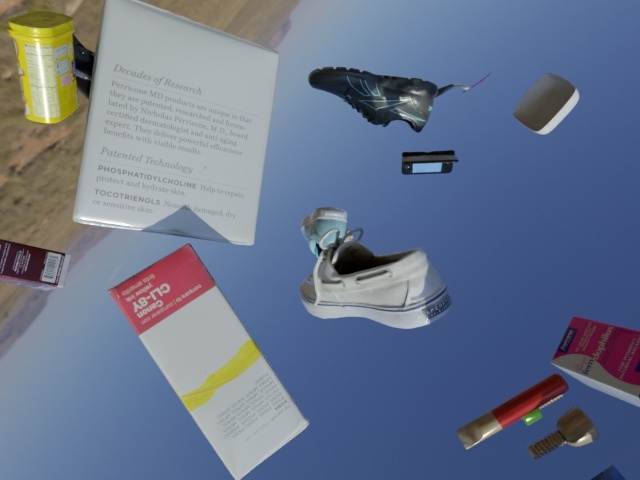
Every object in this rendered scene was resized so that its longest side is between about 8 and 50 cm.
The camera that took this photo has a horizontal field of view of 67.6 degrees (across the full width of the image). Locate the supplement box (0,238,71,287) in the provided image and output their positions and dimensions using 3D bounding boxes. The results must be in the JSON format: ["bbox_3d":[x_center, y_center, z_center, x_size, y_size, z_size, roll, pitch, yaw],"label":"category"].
[{"bbox_3d":[-0.636,0.039,0.930,0.130,0.239,0.073,-11,-113,47],"label":"supplement box"}]

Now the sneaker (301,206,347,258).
[{"bbox_3d":[0.000,0.000,1.549,0.366,0.135,0.150,115,-17,-79],"label":"sneaker"}]

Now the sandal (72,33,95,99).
[{"bbox_3d":[-0.549,-0.407,1.103,0.054,0.254,0.097,-6,-133,54],"label":"sandal"}]

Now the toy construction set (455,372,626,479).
[{"bbox_3d":[0.258,0.345,0.554,0.237,0.309,0.257,-32,170,5],"label":"toy construction set"}]

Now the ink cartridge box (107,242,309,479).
[{"bbox_3d":[-0.220,0.226,0.920,0.160,0.385,0.279,-34,180,-22],"label":"ink cartridge box"}]

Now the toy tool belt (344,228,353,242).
[{"bbox_3d":[0.085,-0.021,1.702,0.083,0.052,0.051,-149,-121,-68],"label":"toy tool belt"}]

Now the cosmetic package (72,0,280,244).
[{"bbox_3d":[-0.314,-0.208,1.002,0.329,0.327,0.394,3,-94,63],"label":"cosmetic package"}]

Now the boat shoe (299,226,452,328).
[{"bbox_3d":[0.053,0.047,0.816,0.135,0.156,0.367,-28,-168,-25],"label":"boat shoe"}]

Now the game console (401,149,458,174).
[{"bbox_3d":[0.252,-0.172,1.118,0.122,0.107,0.071,0,-124,8],"label":"game console"}]

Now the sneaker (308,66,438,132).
[{"bbox_3d":[0.103,-0.292,0.981,0.101,0.267,0.106,-76,176,-72],"label":"sneaker"}]

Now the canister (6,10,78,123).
[{"bbox_3d":[-0.499,-0.315,0.875,0.126,0.073,0.170,-88,-170,-56],"label":"canister"}]

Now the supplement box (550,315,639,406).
[{"bbox_3d":[0.549,0.225,0.859,0.111,0.114,0.220,-61,-170,-6],"label":"supplement box"}]

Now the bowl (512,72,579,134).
[{"bbox_3d":[0.586,-0.347,1.232,0.142,0.053,0.142,-54,-148,25],"label":"bowl"}]

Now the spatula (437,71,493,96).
[{"bbox_3d":[0.426,-0.477,1.493,0.296,0.030,0.084,-22,-178,-30],"label":"spatula"}]
